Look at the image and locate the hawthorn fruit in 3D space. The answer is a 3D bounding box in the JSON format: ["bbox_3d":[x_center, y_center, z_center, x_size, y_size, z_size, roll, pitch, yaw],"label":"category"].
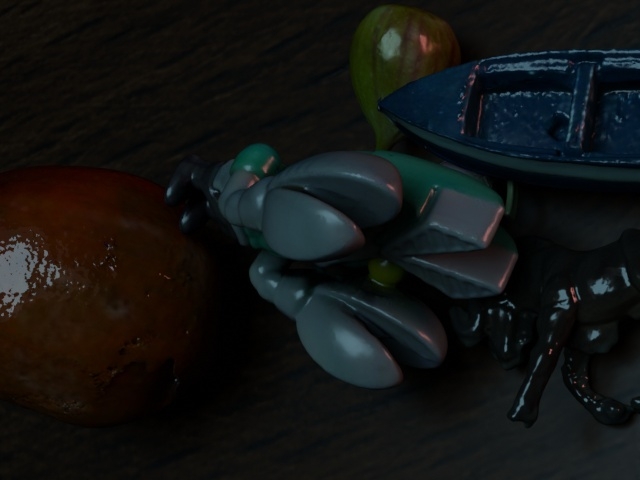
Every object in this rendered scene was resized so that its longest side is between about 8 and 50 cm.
[{"bbox_3d":[-0.226,0.034,1.261,0.211,0.299,0.211,-165,90,-75],"label":"hawthorn fruit"}]

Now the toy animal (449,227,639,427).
[{"bbox_3d":[0.197,0.047,1.101,0.233,0.084,0.148,-23,64,29],"label":"toy animal"}]

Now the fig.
[{"bbox_3d":[0.070,-0.104,1.242,0.093,0.093,0.166,1,105,32],"label":"fig"}]

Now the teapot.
[{"bbox_3d":[0.116,-0.042,1.190,0.083,0.064,0.064,13,76,38],"label":"teapot"}]

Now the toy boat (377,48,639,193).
[{"bbox_3d":[0.187,-0.082,1.118,0.299,0.061,0.096,3,64,20],"label":"toy boat"}]

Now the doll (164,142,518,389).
[{"bbox_3d":[0.012,0.012,1.143,0.258,0.195,0.153,-9,47,49],"label":"doll"}]
